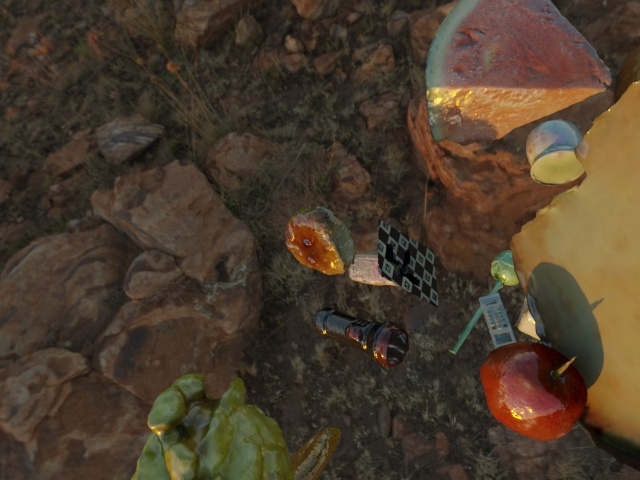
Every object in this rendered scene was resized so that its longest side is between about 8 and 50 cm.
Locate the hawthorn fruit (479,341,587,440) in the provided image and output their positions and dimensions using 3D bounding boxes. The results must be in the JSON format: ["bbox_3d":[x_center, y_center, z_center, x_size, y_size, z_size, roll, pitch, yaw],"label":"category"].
[{"bbox_3d":[0.275,0.193,0.529,0.125,0.140,0.125,-1,84,6],"label":"hawthorn fruit"}]

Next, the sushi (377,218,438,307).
[{"bbox_3d":[0.244,0.075,1.202,0.043,0.280,0.192,-25,50,41],"label":"sushi"}]

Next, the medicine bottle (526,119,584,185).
[{"bbox_3d":[0.681,-0.252,1.185,0.147,0.147,0.143,0,56,19],"label":"medicine bottle"}]

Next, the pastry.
[{"bbox_3d":[0.000,0.000,1.124,0.218,0.229,0.100,33,47,22],"label":"pastry"}]

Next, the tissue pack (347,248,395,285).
[{"bbox_3d":[0.248,0.092,1.460,0.215,0.257,0.123,4,95,30],"label":"tissue pack"}]

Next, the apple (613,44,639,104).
[{"bbox_3d":[0.549,-0.219,0.582,0.188,0.211,0.211,-39,58,17],"label":"apple"}]

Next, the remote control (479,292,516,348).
[{"bbox_3d":[0.515,0.234,1.187,0.061,0.029,0.162,-20,58,22],"label":"remote control"}]

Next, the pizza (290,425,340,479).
[{"bbox_3d":[-0.060,0.506,0.870,0.056,0.134,0.271,49,53,4],"label":"pizza"}]

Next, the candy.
[{"bbox_3d":[0.583,0.214,1.424,0.119,0.119,0.440,31,73,29],"label":"candy"}]

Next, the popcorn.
[{"bbox_3d":[-0.159,0.359,0.642,0.250,0.235,0.241,15,112,6],"label":"popcorn"}]

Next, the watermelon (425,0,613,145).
[{"bbox_3d":[0.311,-0.319,0.714,0.283,0.250,0.293,-43,15,-25],"label":"watermelon"}]

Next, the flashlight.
[{"bbox_3d":[0.076,0.198,0.882,0.232,0.093,0.093,9,66,48],"label":"flashlight"}]

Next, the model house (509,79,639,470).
[{"bbox_3d":[0.513,0.027,0.422,0.400,0.445,0.395,-12,67,-7],"label":"model house"}]

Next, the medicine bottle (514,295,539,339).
[{"bbox_3d":[0.810,0.256,1.220,0.379,0.213,0.213,26,75,23],"label":"medicine bottle"}]
